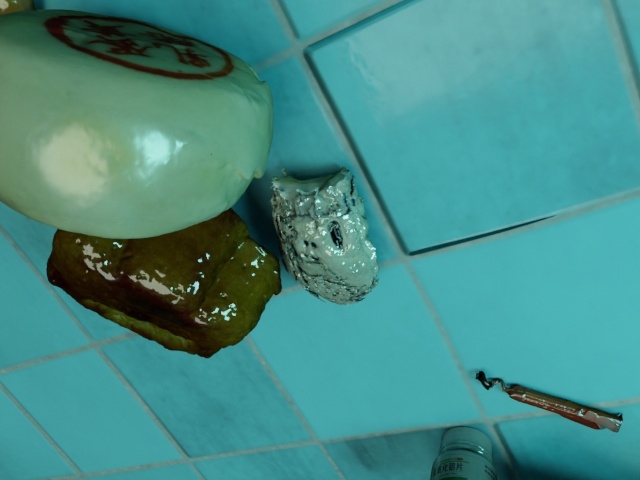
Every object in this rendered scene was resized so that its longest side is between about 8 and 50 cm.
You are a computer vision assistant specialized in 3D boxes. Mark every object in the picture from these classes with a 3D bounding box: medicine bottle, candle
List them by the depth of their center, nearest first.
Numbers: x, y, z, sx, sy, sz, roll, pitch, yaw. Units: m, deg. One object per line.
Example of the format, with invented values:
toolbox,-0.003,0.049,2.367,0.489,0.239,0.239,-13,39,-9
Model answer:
candle,0.260,0.187,0.733,0.167,0.021,0.026,17,126,7
medicine bottle,0.172,0.296,0.768,0.080,0.130,0.080,8,125,12

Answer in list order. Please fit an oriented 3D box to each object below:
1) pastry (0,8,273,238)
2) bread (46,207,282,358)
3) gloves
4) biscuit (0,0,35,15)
pastry,-0.169,-0.109,0.538,0.264,0.265,0.133,18,115,6
bread,-0.168,0.028,0.688,0.246,0.135,0.232,25,154,-8
gloves,0.000,0.002,0.664,0.114,0.070,0.153,-3,124,20
biscuit,-0.332,-0.303,0.585,0.208,0.047,0.164,45,126,-14
